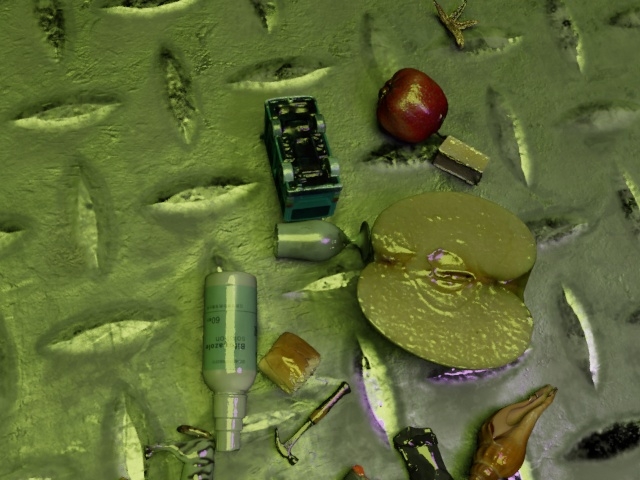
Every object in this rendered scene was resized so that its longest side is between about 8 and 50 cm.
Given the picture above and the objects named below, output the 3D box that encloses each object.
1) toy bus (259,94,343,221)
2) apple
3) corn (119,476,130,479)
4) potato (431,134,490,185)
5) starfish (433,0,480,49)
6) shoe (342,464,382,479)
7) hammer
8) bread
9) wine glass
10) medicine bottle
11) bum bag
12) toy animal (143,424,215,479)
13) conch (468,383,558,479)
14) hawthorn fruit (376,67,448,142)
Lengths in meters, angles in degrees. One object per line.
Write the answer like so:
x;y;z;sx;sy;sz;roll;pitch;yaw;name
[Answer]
-0.046;-0.177;1.570;0.128;0.147;0.256;-7;58;-14;toy bus
0.257;0.077;1.506;0.361;0.320;0.311;12;111;0;apple
-0.390;0.499;1.406;0.028;0.027;0.083;24;69;-11;corn
0.327;-0.184;1.692;0.122;0.086;0.061;28;74;6;potato
0.326;-0.551;1.816;0.130;0.041;0.133;33;65;-8;starfish
0.124;0.526;1.464;0.194;0.074;0.077;33;67;3;shoe
-0.015;0.365;1.510;0.078;0.021;0.201;45;72;5;hammer
-0.058;0.243;1.483;0.106;0.082;0.125;46;31;2;bread
0.000;0.000;1.579;0.202;0.093;0.092;-1;75;-11;wine glass
-0.182;0.242;1.470;0.110;0.110;0.351;1;74;-9;medicine bottle
0.224;0.476;1.505;0.087;0.049;0.197;-22;80;-10;bum bag
-0.261;0.491;1.405;0.170;0.090;0.255;-17;80;-18;toy animal
0.400;0.412;1.541;0.109;0.093;0.330;38;50;21;conch
0.223;-0.296;1.679;0.194;0.157;0.157;39;71;-16;hawthorn fruit
